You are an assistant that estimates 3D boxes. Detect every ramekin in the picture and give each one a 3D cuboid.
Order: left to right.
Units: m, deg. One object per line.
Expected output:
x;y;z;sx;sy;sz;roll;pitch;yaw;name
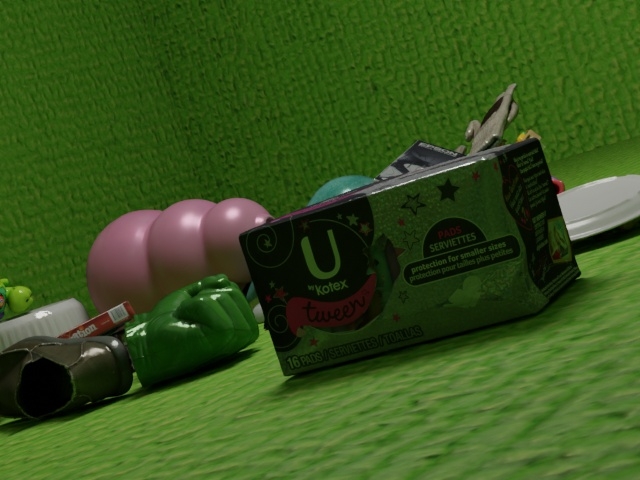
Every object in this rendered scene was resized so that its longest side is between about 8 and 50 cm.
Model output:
-0.450;0.167;2.016;0.207;0.109;0.207;-19;2;1;ramekin

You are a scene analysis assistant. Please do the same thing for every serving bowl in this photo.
-0.059;0.090;1.775;0.083;0.027;0.083;-17;3;1;serving bowl

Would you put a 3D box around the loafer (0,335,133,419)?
-0.326;0.157;1.472;0.251;0.094;0.087;-16;-1;40;loafer

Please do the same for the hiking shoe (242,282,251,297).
-0.121;0.064;2.121;0.114;0.086;0.227;-16;1;-38;hiking shoe

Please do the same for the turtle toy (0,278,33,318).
-0.530;0.098;2.060;0.130;0.066;0.095;-18;-22;-20;turtle toy

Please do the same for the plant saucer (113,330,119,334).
-0.266;0.073;2.275;0.278;0.041;0.278;-42;15;14;plant saucer

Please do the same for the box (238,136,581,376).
0.081;0.012;1.146;0.247;0.142;0.163;-18;2;26;box

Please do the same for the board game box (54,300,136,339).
-0.363;0.159;1.739;0.145;0.027;0.281;-27;-4;-35;board game box

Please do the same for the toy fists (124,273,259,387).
-0.149;0.098;1.504;0.142;0.096;0.279;-18;1;-4;toy fists

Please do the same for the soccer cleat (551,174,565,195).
0.269;-0.056;2.031;0.248;0.083;0.095;-16;6;-15;soccer cleat

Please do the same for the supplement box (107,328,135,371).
-0.254;0.145;1.692;0.043;0.055;0.083;-19;1;27;supplement box

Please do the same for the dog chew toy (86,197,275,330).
-0.203;0.031;1.982;0.332;0.206;0.206;-19;2;31;dog chew toy

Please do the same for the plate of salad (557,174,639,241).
0.304;-0.025;1.433;0.200;0.048;0.200;-21;12;5;plate of salad

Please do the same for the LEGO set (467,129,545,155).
0.310;-0.133;2.181;0.132;0.107;0.287;-30;-19;6;LEGO set

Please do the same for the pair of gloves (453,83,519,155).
0.236;-0.147;2.130;0.240;0.042;0.204;-45;6;38;pair of gloves

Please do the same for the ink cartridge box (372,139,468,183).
0.185;-0.076;1.853;0.165;0.065;0.333;19;20;11;ink cartridge box

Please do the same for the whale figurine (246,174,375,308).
0.000;0.000;1.888;0.272;0.141;0.216;-29;-6;-19;whale figurine

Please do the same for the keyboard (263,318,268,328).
0.021;0.073;1.661;0.192;0.038;0.100;-17;26;10;keyboard
